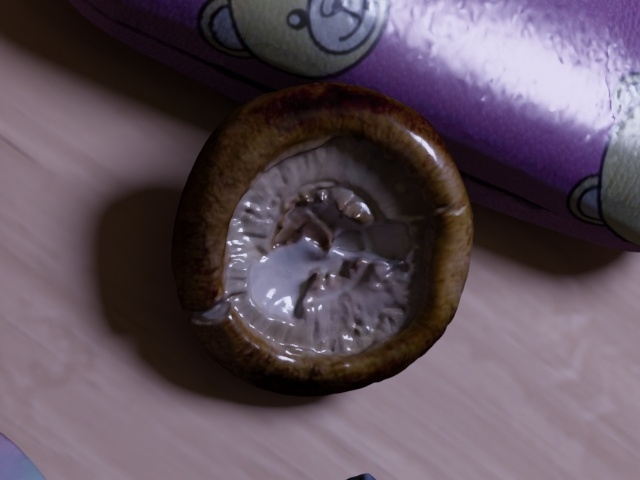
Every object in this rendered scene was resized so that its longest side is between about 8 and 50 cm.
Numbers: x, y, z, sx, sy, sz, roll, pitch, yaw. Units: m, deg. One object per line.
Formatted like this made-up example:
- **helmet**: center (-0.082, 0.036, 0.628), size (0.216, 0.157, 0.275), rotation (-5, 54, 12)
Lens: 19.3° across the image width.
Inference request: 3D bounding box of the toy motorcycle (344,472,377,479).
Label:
- **toy motorcycle**: center (0.013, 0.251, 0.616), size (0.212, 0.125, 0.359), rotation (27, 65, -16)

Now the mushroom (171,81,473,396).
- **mushroom**: center (0.000, 0.000, 0.723), size (0.123, 0.052, 0.123), rotation (-2, 104, -8)

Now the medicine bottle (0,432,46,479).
- **medicine bottle**: center (-0.165, 0.134, 0.575), size (0.188, 0.119, 0.094), rotation (-29, 86, -30)

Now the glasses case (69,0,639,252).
- **glasses case**: center (0.039, -0.093, 0.777), size (0.316, 0.076, 0.123), rotation (23, 64, -16)
